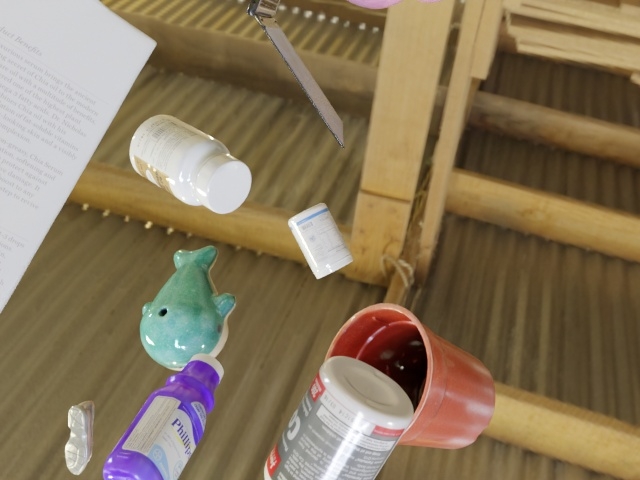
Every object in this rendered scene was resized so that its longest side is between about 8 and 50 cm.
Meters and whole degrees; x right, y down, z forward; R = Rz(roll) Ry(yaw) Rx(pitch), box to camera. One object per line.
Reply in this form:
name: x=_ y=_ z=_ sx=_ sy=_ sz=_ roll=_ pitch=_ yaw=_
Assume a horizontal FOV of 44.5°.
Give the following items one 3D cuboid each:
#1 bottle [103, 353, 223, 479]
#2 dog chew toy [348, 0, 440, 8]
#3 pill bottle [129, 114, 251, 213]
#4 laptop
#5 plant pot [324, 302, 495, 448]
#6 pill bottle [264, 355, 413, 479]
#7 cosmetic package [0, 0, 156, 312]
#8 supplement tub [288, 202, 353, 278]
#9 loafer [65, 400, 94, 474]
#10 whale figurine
bottle: x=-0.248 y=0.306 z=1.298 sx=0.092 sy=0.118 sz=0.283 roll=1 pitch=-146 yaw=23
dog chew toy: x=0.170 y=-0.496 z=1.322 sx=0.332 sy=0.206 sz=0.206 roll=11 pitch=-142 yaw=26
pill bottle: x=-0.239 y=-0.138 z=1.448 sx=0.131 sy=0.131 sz=0.229 roll=-28 pitch=-137 yaw=-35
laptop: x=0.010 y=-0.424 z=1.437 sx=0.236 sy=0.408 sz=0.382 roll=21 pitch=-166 yaw=-5
plant pot: x=0.188 y=0.289 z=1.537 sx=0.265 sy=0.272 sz=0.272 roll=25 pitch=-155 yaw=-41
pill bottle: x=0.011 y=0.339 z=1.227 sx=0.161 sy=0.283 sz=0.161 roll=27 pitch=-165 yaw=-8
cosmetic package: x=-0.455 y=-0.150 z=1.109 sx=0.230 sy=0.453 sz=0.161 roll=32 pitch=170 yaw=-26
supplement tub: x=0.000 y=0.000 z=1.260 sx=0.071 sy=0.071 sz=0.107 roll=-27 pitch=-90 yaw=-34
loafer: x=-0.384 y=0.319 z=1.268 sx=0.045 sy=0.125 sz=0.039 roll=17 pitch=-160 yaw=23
whale figurine: x=-0.281 y=0.125 z=1.602 sx=0.216 sy=0.141 sz=0.272 roll=-6 pitch=-118 yaw=21
